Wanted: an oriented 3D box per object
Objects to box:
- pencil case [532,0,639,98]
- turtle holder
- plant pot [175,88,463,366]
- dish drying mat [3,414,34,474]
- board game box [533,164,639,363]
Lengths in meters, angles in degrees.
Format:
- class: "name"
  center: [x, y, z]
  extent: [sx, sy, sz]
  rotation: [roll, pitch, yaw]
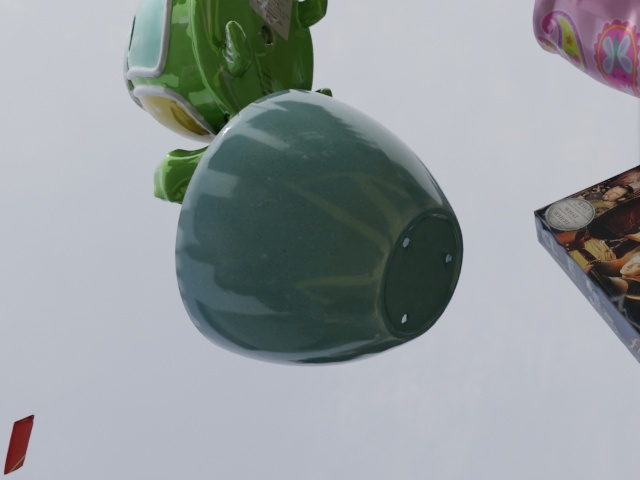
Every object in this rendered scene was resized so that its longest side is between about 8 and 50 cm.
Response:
- class: "pencil case"
  center: [0.330, -0.177, 0.966]
  extent: [0.124, 0.284, 0.124]
  rotation: [-25, -47, -30]
- class: "turtle holder"
  center: [-0.127, -0.213, 1.359]
  extent: [0.243, 0.227, 0.320]
  rotation: [-14, -86, -58]
- class: "plant pot"
  center: [0.026, 0.008, 1.066]
  extent: [0.290, 0.195, 0.290]
  rotation: [-22, -59, -43]
- class: "dish drying mat"
  center: [-0.375, 0.254, 1.312]
  extent: [0.032, 0.008, 0.083]
  rotation: [-18, -45, -51]
- class: "board game box"
  center: [0.314, 0.024, 0.906]
  extent: [0.165, 0.243, 0.042]
  rotation: [-23, -49, -6]
